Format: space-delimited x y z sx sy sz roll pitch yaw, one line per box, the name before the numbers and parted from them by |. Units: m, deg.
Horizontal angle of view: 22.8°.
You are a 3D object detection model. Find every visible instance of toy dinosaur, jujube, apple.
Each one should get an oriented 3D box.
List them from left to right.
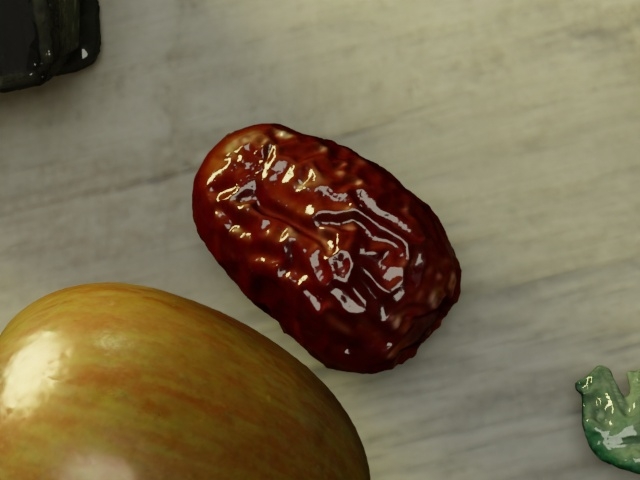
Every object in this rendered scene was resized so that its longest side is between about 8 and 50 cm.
apple | -0.087 0.159 0.862 0.264 0.264 0.264 -1 77 6
jujube | 0.000 0.000 0.963 0.176 0.109 0.112 40 51 15
toy dinosaur | 0.306 0.198 0.907 0.129 0.076 0.383 -41 73 3

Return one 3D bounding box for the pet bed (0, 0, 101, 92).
pet bed | -0.259 -0.181 1.016 0.211 0.159 0.183 -8 103 6
